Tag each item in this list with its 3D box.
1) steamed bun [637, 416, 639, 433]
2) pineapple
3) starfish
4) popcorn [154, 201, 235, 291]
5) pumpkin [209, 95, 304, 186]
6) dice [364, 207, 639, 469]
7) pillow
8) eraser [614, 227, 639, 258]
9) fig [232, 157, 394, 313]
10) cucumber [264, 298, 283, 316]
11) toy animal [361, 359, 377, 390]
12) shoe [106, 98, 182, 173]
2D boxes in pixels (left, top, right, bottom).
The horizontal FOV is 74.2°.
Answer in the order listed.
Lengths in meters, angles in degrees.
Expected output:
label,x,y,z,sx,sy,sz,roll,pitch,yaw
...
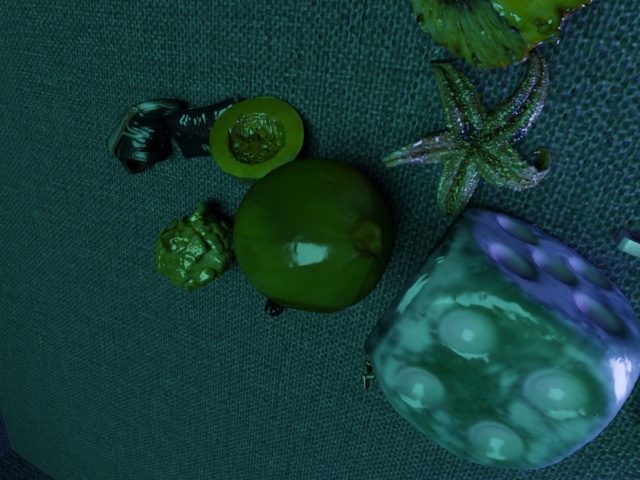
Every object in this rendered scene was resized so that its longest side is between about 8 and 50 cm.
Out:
label,x,y,z,sx,sy,sz,roll,pitch,yaw
steamed bun,0.727,0.376,0.713,0.280,0.207,0.268,-38,89,32
pineapple,0.301,-0.430,0.666,0.286,0.209,0.344,-35,78,-1
starfish,0.270,-0.194,0.790,0.312,0.113,0.303,-19,103,23
popcorn,-0.342,0.016,1.150,0.235,0.181,0.216,-15,100,27
pumpkin,-0.141,-0.213,0.986,0.217,0.217,0.110,29,158,15
dice,0.303,0.159,0.770,0.348,0.330,0.328,33,122,9
pillow,-0.278,-0.273,1.059,0.208,0.055,0.141,-5,121,18
eraser,0.573,0.018,0.735,0.105,0.065,0.026,26,118,16
fig,-0.004,-0.011,0.853,0.343,0.343,0.343,10,114,24
cucumber,-0.117,0.121,1.146,0.058,0.058,0.187,18,117,21
toy animal,0.190,0.321,1.040,0.179,0.089,0.188,-3,127,23
shoe,-0.468,-0.272,1.140,0.291,0.114,0.137,-29,89,36
